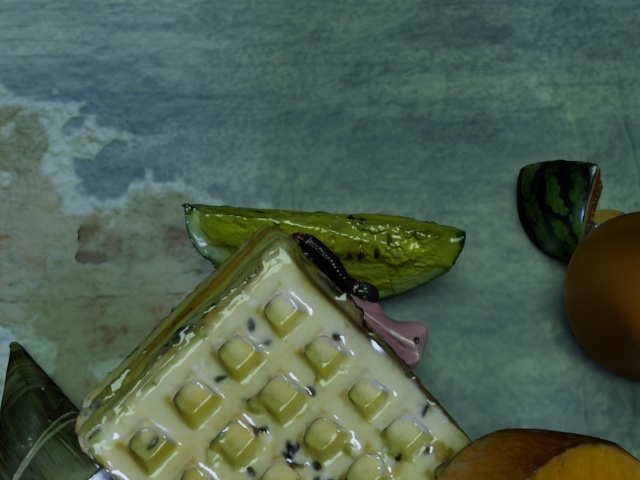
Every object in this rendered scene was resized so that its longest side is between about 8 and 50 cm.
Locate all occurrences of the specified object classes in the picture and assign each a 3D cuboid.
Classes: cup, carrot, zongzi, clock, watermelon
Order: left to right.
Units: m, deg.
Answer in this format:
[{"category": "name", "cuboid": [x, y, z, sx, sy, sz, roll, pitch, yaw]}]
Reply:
[{"category": "zongzi", "cuboid": [-0.331, 0.262, 0.977, 0.241, 0.111, 0.248, 36, 80, 33]}, {"category": "clock", "cuboid": [-0.012, 0.111, 0.969, 0.195, 0.100, 0.194, 40, 80, -15]}, {"category": "watermelon", "cuboid": [0.000, 0.000, 1.036, 0.301, 0.129, 0.123, 6, 65, 0]}, {"category": "carrot", "cuboid": [0.209, 0.321, 0.838, 0.258, 0.100, 0.307, -11, 92, -25]}, {"category": "watermelon", "cuboid": [0.275, -0.055, 1.069, 0.094, 0.125, 0.135, -19, 36, -19]}, {"category": "cup", "cuboid": [0.363, 0.065, 0.904, 0.182, 0.264, 0.226, -22, 84, -7]}]

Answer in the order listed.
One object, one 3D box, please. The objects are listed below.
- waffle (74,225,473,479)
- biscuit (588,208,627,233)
[{"category": "waffle", "cuboid": [-0.011, 0.206, 0.870, 0.261, 0.114, 0.376, -44, 106, -10]}, {"category": "biscuit", "cuboid": [0.399, 0.061, 1.049, 0.280, 0.043, 0.183, 39, 78, 19]}]
